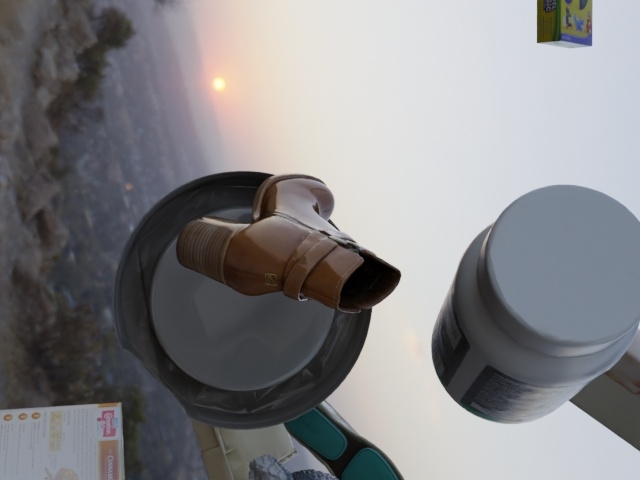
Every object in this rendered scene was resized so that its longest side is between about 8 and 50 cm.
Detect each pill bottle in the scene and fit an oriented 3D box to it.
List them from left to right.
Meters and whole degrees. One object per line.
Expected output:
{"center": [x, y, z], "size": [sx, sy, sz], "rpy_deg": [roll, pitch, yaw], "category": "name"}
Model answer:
{"center": [0.247, 0.086, 1.061], "size": [0.361, 0.204, 0.204], "rpy_deg": [91, -19, -69], "category": "pill bottle"}

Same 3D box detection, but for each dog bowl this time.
{"center": [-0.107, 0.076, 1.250], "size": [0.102, 0.349, 0.348], "rpy_deg": [-159, -128, -78], "category": "dog bowl"}

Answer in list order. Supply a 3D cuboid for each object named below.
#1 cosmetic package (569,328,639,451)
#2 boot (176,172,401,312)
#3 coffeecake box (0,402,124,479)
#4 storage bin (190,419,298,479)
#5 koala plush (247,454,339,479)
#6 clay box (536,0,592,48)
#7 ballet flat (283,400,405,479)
{"center": [0.433, 0.181, 1.470], "size": [0.296, 0.129, 0.153], "rpy_deg": [36, 22, 9], "category": "cosmetic package"}
{"center": [0.000, 0.000, 1.065], "size": [0.283, 0.220, 0.109], "rpy_deg": [-17, 118, -57], "category": "boot"}
{"center": [-0.322, 0.268, 1.055], "size": [0.142, 0.186, 0.068], "rpy_deg": [-105, -161, -47], "category": "coffeecake box"}
{"center": [-0.183, 0.330, 1.730], "size": [0.260, 0.123, 0.262], "rpy_deg": [-4, 74, -69], "category": "storage bin"}
{"center": [0.007, 0.340, 0.989], "size": [0.196, 0.203, 0.221], "rpy_deg": [34, 20, -44], "category": "koala plush"}
{"center": [0.433, -0.457, 1.610], "size": [0.053, 0.127, 0.222], "rpy_deg": [5, -82, 41], "category": "clay box"}
{"center": [0.046, 0.309, 1.295], "size": [0.248, 0.086, 0.086], "rpy_deg": [45, -17, 22], "category": "ballet flat"}
